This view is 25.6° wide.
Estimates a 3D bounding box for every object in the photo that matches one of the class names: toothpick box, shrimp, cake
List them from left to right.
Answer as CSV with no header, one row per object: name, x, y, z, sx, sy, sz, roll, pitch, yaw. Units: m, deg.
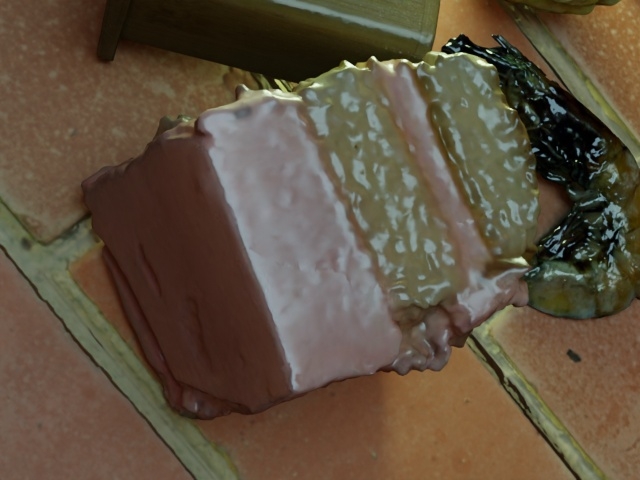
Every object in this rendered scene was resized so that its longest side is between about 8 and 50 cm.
toothpick box,-0.047,-0.258,1.382,0.308,0.190,0.187,13,67,-12
cake,0.000,0.000,1.286,0.307,0.314,0.293,-17,84,-31
shrimp,0.243,-0.064,1.566,0.365,0.071,0.233,43,66,-14

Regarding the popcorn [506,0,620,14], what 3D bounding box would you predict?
popcorn,0.280,-0.381,1.607,0.249,0.249,0.225,57,30,0
